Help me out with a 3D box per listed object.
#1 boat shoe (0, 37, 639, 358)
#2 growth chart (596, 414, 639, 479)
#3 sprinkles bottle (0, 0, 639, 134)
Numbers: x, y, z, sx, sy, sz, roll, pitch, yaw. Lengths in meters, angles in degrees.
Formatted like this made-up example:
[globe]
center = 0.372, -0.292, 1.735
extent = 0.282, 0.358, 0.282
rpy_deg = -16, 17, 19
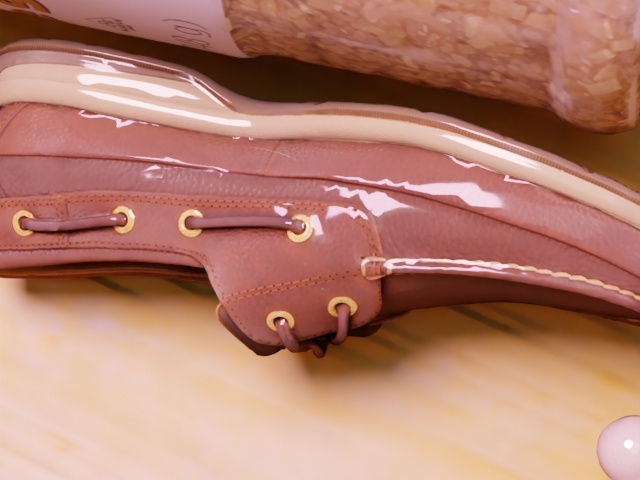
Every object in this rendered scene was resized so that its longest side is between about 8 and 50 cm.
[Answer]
[boat shoe]
center = 0.000, 0.000, 0.419
extent = 0.178, 0.064, 0.060
rpy_deg = 12, 81, 16
[growth chart]
center = -0.016, 0.151, 0.389
extent = 0.237, 0.021, 0.172
rpy_deg = -15, 80, -1
[sprinkles bottle]
center = -0.087, -0.115, 0.415
extent = 0.355, 0.121, 0.121
rpy_deg = 12, 75, 13
